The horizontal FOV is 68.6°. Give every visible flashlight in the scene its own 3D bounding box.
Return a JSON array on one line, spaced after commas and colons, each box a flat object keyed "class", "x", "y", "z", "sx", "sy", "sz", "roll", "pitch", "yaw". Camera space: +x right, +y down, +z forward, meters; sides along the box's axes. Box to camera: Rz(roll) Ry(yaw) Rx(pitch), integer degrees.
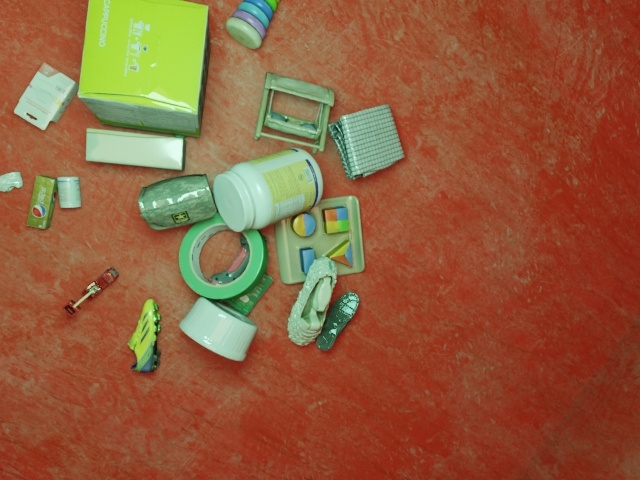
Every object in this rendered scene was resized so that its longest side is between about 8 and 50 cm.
[{"class": "flashlight", "x": -0.334, "y": 0.089, "z": 1.804, "sx": 0.103, "sy": 0.103, "sz": 0.304, "roll": 32, "pitch": 88, "yaw": 25}]

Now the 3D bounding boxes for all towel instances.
[{"class": "towel", "x": 0.173, "y": -0.375, "z": 1.781, "sx": 0.284, "sy": 0.121, "sz": 0.235, "roll": -27, "pitch": 106, "yaw": -36}]

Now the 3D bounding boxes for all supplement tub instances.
[{"class": "supplement tub", "x": -0.890, "y": -0.172, "z": 1.661, "sx": 0.071, "sy": 0.071, "sz": 0.107, "roll": -2, "pitch": 99, "yaw": -11}, {"class": "supplement tub", "x": -0.182, "y": -0.179, "z": 1.662, "sx": 0.331, "sy": 0.241, "sz": 0.241, "roll": -24, "pitch": 104, "yaw": -34}]

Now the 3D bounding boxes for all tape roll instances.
[{"class": "tape roll", "x": -0.356, "y": 0.059, "z": 1.729, "sx": 0.321, "sy": 0.077, "sz": 0.321, "roll": -2, "pitch": 77, "yaw": 8}]

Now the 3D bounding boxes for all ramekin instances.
[{"class": "ramekin", "x": -0.370, "y": 0.320, "z": 1.745, "sx": 0.277, "sy": 0.277, "sz": 0.135, "roll": 32, "pitch": 83, "yaw": -14}]

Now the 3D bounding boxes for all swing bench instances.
[{"class": "swing bench", "x": -0.096, "y": -0.473, "z": 1.728, "sx": 0.253, "sy": 0.165, "sz": 0.254, "roll": 10, "pitch": 96, "yaw": -12}]

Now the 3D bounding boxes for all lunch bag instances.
[{"class": "lunch bag", "x": -0.493, "y": -0.138, "z": 1.636, "sx": 0.235, "sy": 0.287, "sz": 0.169, "roll": -15, "pitch": 101, "yaw": -10}]

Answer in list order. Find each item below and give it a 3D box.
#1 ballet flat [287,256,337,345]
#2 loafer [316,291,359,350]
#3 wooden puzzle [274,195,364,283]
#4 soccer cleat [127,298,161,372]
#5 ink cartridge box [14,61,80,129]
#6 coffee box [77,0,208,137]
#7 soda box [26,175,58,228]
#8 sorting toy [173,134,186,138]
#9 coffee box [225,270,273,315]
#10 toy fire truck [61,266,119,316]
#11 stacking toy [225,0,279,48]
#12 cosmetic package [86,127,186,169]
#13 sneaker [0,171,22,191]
[{"class": "ballet flat", "x": -0.029, "y": 0.262, "z": 1.824, "sx": 0.147, "sy": 0.147, "sz": 0.409, "roll": 11, "pitch": 110, "yaw": -13}, {"class": "loafer", "x": 0.073, "y": 0.332, "z": 1.942, "sx": 0.096, "sy": 0.084, "sz": 0.267, "roll": 33, "pitch": 87, "yaw": 17}, {"class": "wooden puzzle", "x": 0.000, "y": 0.000, "z": 1.863, "sx": 0.348, "sy": 0.080, "sz": 0.322, "roll": -8, "pitch": 100, "yaw": -10}, {"class": "soccer cleat", "x": -0.672, "y": 0.365, "z": 1.779, "sx": 0.121, "sy": 0.093, "sz": 0.289, "roll": 3, "pitch": 97, "yaw": -5}, {"class": "ink cartridge box", "x": -0.935, "y": -0.487, "z": 1.606, "sx": 0.115, "sy": 0.067, "sz": 0.198, "roll": 33, "pitch": 89, "yaw": -14}, {"class": "coffee box", "x": -0.545, "y": -0.552, "z": 1.514, "sx": 0.338, "sy": 0.334, "sz": 0.337, "roll": 6, "pitch": 88, "yaw": -12}, {"class": "soda box", "x": -0.978, "y": -0.136, "z": 1.655, "sx": 0.061, "sy": 0.058, "sz": 0.181, "roll": 13, "pitch": 95, "yaw": -13}, {"class": "sorting toy", "x": -0.511, "y": -0.420, "z": 1.714, "sx": 0.061, "sy": 0.042, "sz": 0.102, "roll": 18, "pitch": 95, "yaw": -14}, {"class": "coffee box", "x": -0.284, "y": 0.192, "z": 1.855, "sx": 0.113, "sy": 0.040, "sz": 0.184, "roll": 36, "pitch": 91, "yaw": -15}, {"class": "toy fire truck", "x": -0.826, "y": 0.182, "z": 1.695, "sx": 0.192, "sy": 0.135, "sz": 0.047, "roll": -40, "pitch": 104, "yaw": -3}, {"class": "stacking toy", "x": -0.202, "y": -0.863, "z": 1.677, "sx": 0.141, "sy": 0.141, "sz": 0.330, "roll": 30, "pitch": 85, "yaw": -14}, {"class": "cosmetic package", "x": -0.637, "y": -0.316, "z": 1.646, "sx": 0.309, "sy": 0.160, "sz": 0.113, "roll": 3, "pitch": 98, "yaw": -13}, {"class": "sneaker", "x": -1.113, "y": -0.194, "z": 1.622, "sx": 0.152, "sy": 0.054, "sz": 0.061, "roll": -15, "pitch": 104, "yaw": -9}]
